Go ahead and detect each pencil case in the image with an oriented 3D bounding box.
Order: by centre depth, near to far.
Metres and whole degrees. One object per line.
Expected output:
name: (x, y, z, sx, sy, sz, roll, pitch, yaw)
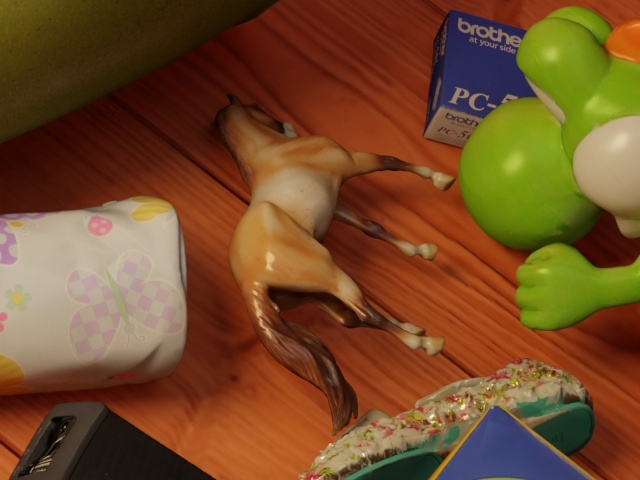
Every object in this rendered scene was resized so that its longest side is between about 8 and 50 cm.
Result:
pencil case: (-0.215, 0.033, 0.972, 0.273, 0.113, 0.124, -4, 74, -18)

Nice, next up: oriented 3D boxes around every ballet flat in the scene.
ballet flat: (0.070, 0.136, 1.034, 0.241, 0.091, 0.077, -14, 36, -28)

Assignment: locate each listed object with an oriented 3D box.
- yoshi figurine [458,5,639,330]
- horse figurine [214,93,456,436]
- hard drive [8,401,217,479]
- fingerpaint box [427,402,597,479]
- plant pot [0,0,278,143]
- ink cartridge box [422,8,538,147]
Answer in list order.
yoshi figurine: (0.229, 0.015, 1.106, 0.203, 0.203, 0.362, -35, 89, -2)
horse figurine: (0.000, 0.000, 1.057, 0.174, 0.066, 0.263, 21, 42, -10)
hard drive: (-0.117, 0.220, 0.879, 0.172, 0.054, 0.254, 37, 42, -19)
fingerpaint box: (0.136, 0.361, 0.732, 0.445, 0.163, 0.371, 38, 63, 9)
plant pot: (-0.214, -0.217, 0.978, 0.366, 0.366, 0.353, 42, 62, 8)
ink cartridge box: (0.186, -0.102, 1.212, 0.207, 0.046, 0.097, 14, 57, -9)
